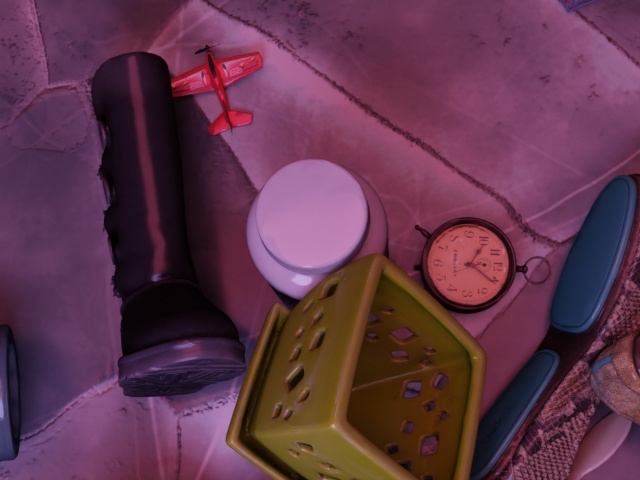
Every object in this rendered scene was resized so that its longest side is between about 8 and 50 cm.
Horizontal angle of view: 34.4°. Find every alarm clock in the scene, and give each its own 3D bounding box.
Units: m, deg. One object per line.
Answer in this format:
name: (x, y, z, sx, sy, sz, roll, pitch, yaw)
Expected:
alarm clock: (0.223, 0.038, 1.431, 0.192, 0.064, 0.129, 4, 79, 7)

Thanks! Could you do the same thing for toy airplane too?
toy airplane: (-0.146, -0.222, 1.528, 0.151, 0.028, 0.151, -1, 79, 5)

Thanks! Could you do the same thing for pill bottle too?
pill bottle: (0.000, 0.000, 1.324, 0.176, 0.318, 0.176, -1, 79, 4)

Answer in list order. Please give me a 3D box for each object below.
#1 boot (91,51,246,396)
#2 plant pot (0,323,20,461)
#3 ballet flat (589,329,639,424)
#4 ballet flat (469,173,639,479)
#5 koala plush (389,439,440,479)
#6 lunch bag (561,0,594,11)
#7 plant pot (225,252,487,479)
boot: (-0.206, -0.035, 1.337, 0.146, 0.367, 0.446, 1, 77, -21)
plant pot: (-0.533, 0.211, 1.364, 0.255, 0.271, 0.272, -4, 78, -12)
ballet flat: (0.478, 0.225, 1.291, 0.348, 0.123, 0.123, 32, 81, -18)
ballet flat: (0.359, 0.156, 1.369, 0.182, 0.164, 0.483, 28, 87, -13)
koala plush: (0.109, 0.348, 1.265, 0.221, 0.203, 0.196, -22, 77, 38)
lunch bag: (0.387, -0.387, 1.512, 0.083, 0.053, 0.071, -23, 79, -10)
plant pot: (0.035, 0.182, 1.178, 0.207, 0.228, 0.227, -20, 40, 39)
